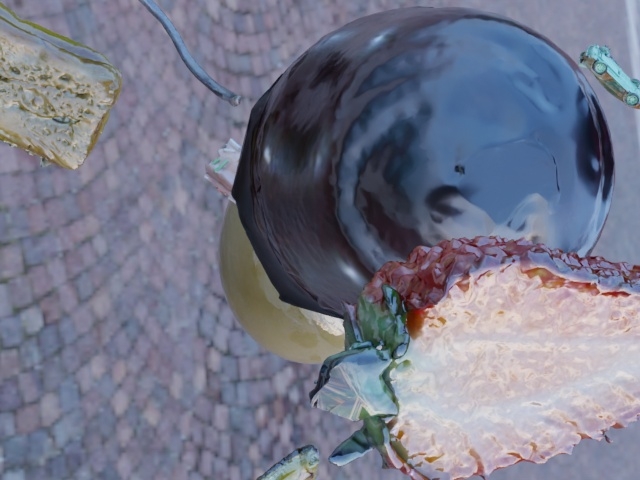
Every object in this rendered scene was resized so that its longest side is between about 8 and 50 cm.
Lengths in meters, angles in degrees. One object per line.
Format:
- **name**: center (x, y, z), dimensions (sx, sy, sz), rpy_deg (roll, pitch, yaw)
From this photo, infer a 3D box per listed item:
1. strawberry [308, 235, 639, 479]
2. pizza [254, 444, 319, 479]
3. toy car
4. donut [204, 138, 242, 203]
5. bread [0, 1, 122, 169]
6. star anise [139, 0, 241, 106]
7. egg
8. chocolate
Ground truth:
- **strawberry**: center (0.123, 0.072, 0.892), dimensions (0.106, 0.286, 0.188), rpy_deg (-115, -159, -59)
- **pizza**: center (-0.074, 0.293, 1.373), dimensions (0.036, 0.184, 0.176), rpy_deg (49, 29, 24)
- **toy car**: center (0.423, -0.231, 1.820), dimensions (0.122, 0.035, 0.059), rpy_deg (44, 32, -12)
- **donut**: center (-0.074, -0.059, 1.641), dimensions (0.065, 0.117, 0.166), rpy_deg (-51, 156, 2)
- **bread**: center (-0.470, -0.241, 1.753), dimensions (0.380, 0.185, 0.109), rpy_deg (28, 16, -13)
- **star anise**: center (-0.167, -0.267, 1.347), dimensions (0.227, 0.148, 0.218), rpy_deg (31, 31, -24)
- **egg**: center (0.000, 0.000, 1.914), dimensions (0.301, 0.301, 0.373), rpy_deg (8, 97, -65)
- **chocolate**: center (0.127, -0.053, 1.278), dimensions (0.331, 0.384, 0.383), rpy_deg (-143, -143, -71)
